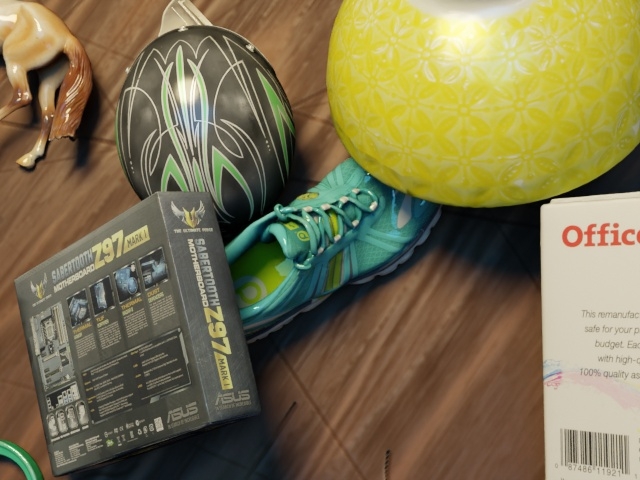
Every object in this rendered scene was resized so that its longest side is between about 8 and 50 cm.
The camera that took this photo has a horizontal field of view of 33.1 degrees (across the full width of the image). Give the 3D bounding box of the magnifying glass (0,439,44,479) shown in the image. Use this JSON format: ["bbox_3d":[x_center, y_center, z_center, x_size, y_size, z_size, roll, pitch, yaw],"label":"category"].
[{"bbox_3d":[-0.258,0.279,0.944,0.092,0.026,0.231,-33,78,-1],"label":"magnifying glass"}]

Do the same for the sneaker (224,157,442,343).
[{"bbox_3d":[0.000,0.000,0.927,0.275,0.110,0.107,-38,78,-2],"label":"sneaker"}]

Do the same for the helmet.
[{"bbox_3d":[-0.099,-0.093,0.927,0.169,0.161,0.170,-1,76,6],"label":"helmet"}]

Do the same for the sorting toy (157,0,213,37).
[{"bbox_3d":[-0.126,-0.173,1.012,0.075,0.045,0.083,-42,78,5],"label":"sorting toy"}]

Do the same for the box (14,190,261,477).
[{"bbox_3d":[-0.159,0.082,0.889,0.232,0.059,0.184,-26,74,41],"label":"box"}]

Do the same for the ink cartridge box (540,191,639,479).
[{"bbox_3d":[0.279,0.104,0.806,0.201,0.117,0.278,-3,87,45],"label":"ink cartridge box"}]

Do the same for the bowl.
[{"bbox_3d":[0.132,-0.185,0.870,0.289,0.156,0.290,-7,52,9],"label":"bowl"}]

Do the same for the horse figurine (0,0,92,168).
[{"bbox_3d":[-0.312,-0.181,1.021,0.263,0.066,0.175,26,89,13],"label":"horse figurine"}]
